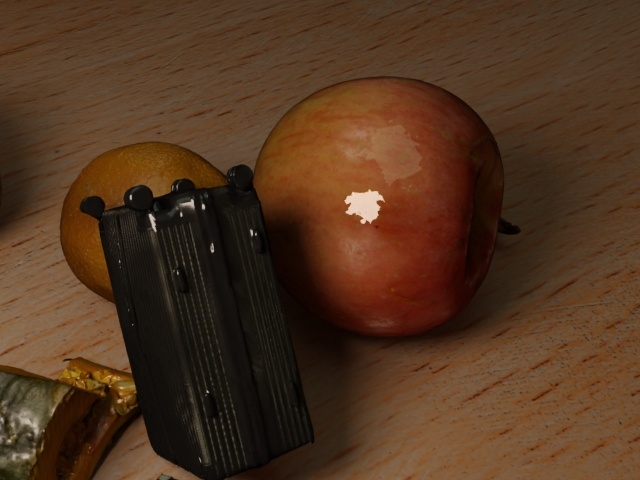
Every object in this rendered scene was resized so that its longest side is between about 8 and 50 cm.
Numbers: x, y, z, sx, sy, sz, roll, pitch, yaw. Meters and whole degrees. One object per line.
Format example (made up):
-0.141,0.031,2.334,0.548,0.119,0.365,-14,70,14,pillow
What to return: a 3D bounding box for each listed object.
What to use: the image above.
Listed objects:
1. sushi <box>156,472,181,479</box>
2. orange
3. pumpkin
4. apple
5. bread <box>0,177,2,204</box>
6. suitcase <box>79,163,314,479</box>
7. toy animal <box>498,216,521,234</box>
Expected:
-0.106,0.385,1.034,0.293,0.059,0.292,12,41,14,sushi
-0.228,-0.014,1.360,0.264,0.264,0.264,1,40,0,orange
-0.321,0.192,1.159,0.139,0.190,0.280,13,40,16,pumpkin
0.074,-0.051,1.341,0.363,0.364,0.364,1,40,0,apple
-0.680,-0.092,1.444,0.376,0.253,0.348,-18,38,-24,bread
-0.148,0.094,1.133,0.152,0.335,0.229,-15,5,-26,suitcase
0.224,-0.044,1.548,0.179,0.089,0.188,-35,49,-13,toy animal
